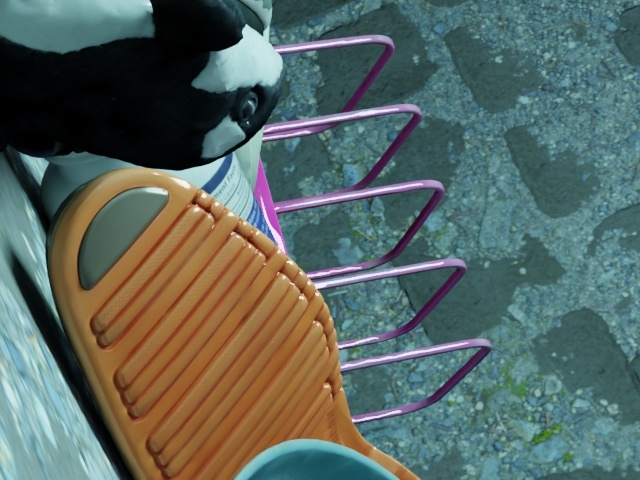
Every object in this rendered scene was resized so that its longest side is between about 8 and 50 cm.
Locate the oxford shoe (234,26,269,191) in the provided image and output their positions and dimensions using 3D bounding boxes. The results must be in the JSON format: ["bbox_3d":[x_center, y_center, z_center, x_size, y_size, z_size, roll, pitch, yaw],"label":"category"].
[{"bbox_3d":[-0.125,-0.120,1.408,0.449,0.130,0.169,-137,-124,-69],"label":"oxford shoe"}]

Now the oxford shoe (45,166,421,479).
[{"bbox_3d":[-0.058,0.090,1.014,0.132,0.130,0.364,24,-26,43],"label":"oxford shoe"}]

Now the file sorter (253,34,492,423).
[{"bbox_3d":[0.000,0.000,1.615,0.202,0.182,0.291,127,-50,-62],"label":"file sorter"}]

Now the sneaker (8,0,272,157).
[{"bbox_3d":[-0.117,-0.099,0.943,0.107,0.124,0.283,19,0,21],"label":"sneaker"}]

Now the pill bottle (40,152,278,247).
[{"bbox_3d":[-0.094,-0.016,1.111,0.112,0.112,0.187,-117,-178,-60],"label":"pill bottle"}]

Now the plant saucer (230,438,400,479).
[{"bbox_3d":[0.031,0.214,0.582,0.317,0.043,0.318,51,25,-35],"label":"plant saucer"}]

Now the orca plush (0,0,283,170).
[{"bbox_3d":[-0.117,-0.065,0.693,0.287,0.151,0.102,30,78,-66],"label":"orca plush"}]
